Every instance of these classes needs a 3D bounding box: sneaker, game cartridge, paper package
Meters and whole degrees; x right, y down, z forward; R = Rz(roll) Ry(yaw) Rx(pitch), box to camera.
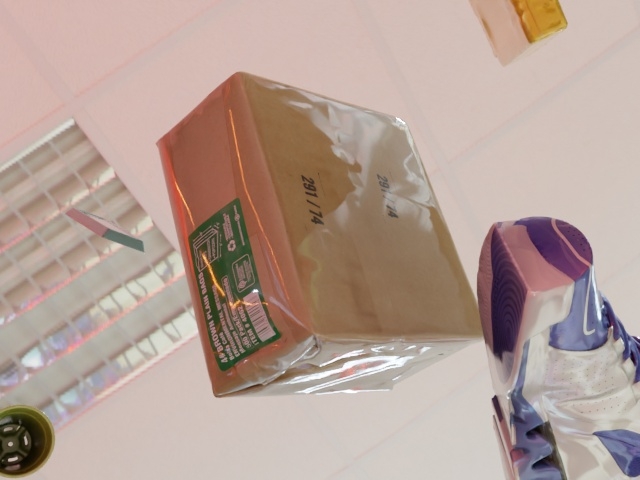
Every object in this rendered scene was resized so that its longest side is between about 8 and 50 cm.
[{"bbox_3d":[0.236,0.108,0.657,0.182,0.127,0.315,-11,-53,3],"label":"sneaker"},{"bbox_3d":[0.155,-0.346,0.831,0.053,0.285,0.323,-22,-86,9],"label":"game cartridge"},{"bbox_3d":[0.000,0.000,0.910,0.309,0.324,0.168,7,-34,-43],"label":"paper package"}]

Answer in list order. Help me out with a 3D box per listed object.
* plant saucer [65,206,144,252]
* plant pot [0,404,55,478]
[{"bbox_3d":[-0.317,-0.019,1.157,0.067,0.192,0.018,23,-90,-35],"label":"plant saucer"},{"bbox_3d":[-0.367,0.242,0.944,0.083,0.079,0.083,8,-108,-25],"label":"plant pot"}]
